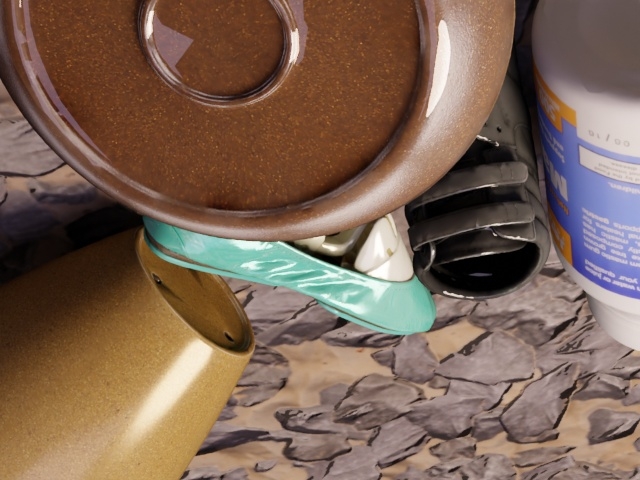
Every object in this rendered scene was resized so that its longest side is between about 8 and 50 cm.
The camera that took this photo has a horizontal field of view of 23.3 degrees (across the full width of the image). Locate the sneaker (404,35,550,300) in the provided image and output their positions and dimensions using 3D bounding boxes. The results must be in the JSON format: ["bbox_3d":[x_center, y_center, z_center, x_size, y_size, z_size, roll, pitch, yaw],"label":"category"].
[{"bbox_3d":[0.078,-0.077,0.931,0.105,0.147,0.295,-15,139,12],"label":"sneaker"}]

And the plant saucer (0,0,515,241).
[{"bbox_3d":[-0.051,-0.120,0.843,0.311,0.050,0.310,5,123,8],"label":"plant saucer"}]

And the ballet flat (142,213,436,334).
[{"bbox_3d":[0.000,0.000,1.069,0.247,0.083,0.087,18,120,-30],"label":"ballet flat"}]

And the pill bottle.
[{"bbox_3d":[0.217,-0.047,0.984,0.152,0.152,0.272,-10,140,4],"label":"pill bottle"}]

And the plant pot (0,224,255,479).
[{"bbox_3d":[-0.176,0.114,1.087,0.254,0.237,0.237,-40,132,16],"label":"plant pot"}]
